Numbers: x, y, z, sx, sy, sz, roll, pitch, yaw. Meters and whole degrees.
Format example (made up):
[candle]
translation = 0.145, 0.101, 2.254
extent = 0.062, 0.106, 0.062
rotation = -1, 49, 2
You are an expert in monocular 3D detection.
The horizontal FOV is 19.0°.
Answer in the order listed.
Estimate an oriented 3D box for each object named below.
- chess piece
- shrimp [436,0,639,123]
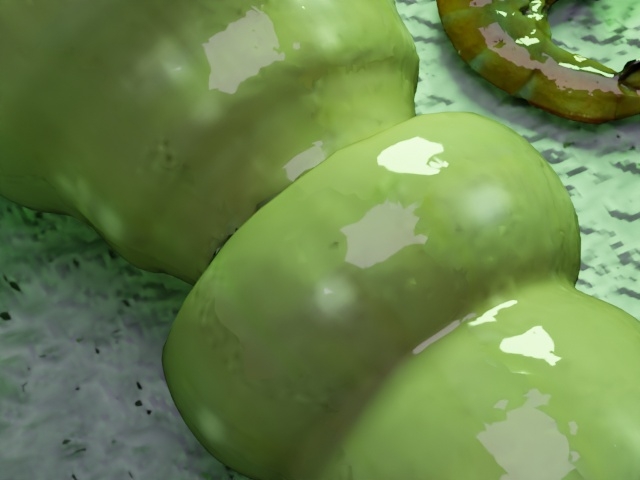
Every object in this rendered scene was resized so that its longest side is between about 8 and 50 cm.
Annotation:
[chess piece]
translation = 0.000, 0.000, 0.492
extent = 0.143, 0.143, 0.261
rotation = -28, 71, -18
[shrimp]
translation = 0.095, -0.091, 0.596
extent = 0.091, 0.025, 0.127
rotation = 33, 74, 17
